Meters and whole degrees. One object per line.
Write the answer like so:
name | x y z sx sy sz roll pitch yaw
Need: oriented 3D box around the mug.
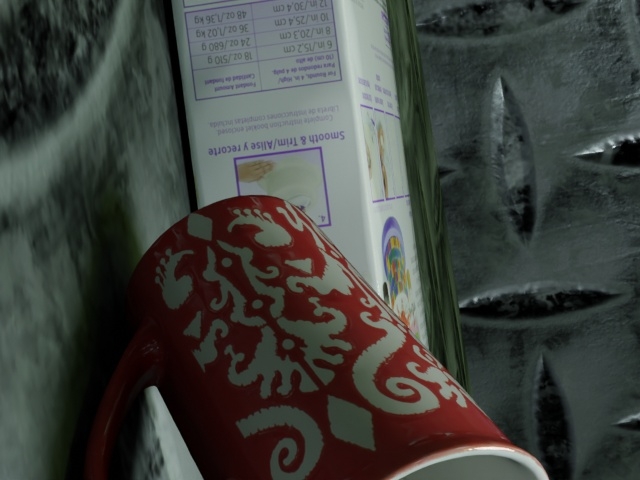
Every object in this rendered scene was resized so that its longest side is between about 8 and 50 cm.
mug | -0.016 0.062 0.606 0.150 0.113 0.169 17 26 -42

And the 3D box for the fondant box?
fondant box | 0.000 0.000 0.916 0.238 0.096 0.330 -16 98 -81
